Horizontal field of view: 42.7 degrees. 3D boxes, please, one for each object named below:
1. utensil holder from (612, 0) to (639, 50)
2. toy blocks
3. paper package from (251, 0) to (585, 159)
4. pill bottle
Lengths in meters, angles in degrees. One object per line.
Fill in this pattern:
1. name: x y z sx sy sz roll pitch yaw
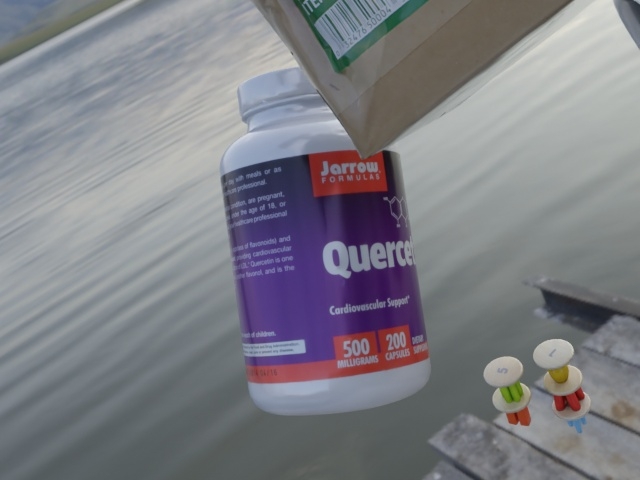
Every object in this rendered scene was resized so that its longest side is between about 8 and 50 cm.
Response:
1. utensil holder: 0.553 -0.253 0.810 0.385 0.327 0.327 -38 16 18
2. toy blocks: 0.298 0.215 1.104 0.123 0.148 0.054 -22 30 8
3. paper package: 0.132 -0.224 0.467 0.325 0.168 0.309 -36 0 24
4. pill bottle: 0.000 0.000 0.812 0.182 0.322 0.181 -8 -2 0
